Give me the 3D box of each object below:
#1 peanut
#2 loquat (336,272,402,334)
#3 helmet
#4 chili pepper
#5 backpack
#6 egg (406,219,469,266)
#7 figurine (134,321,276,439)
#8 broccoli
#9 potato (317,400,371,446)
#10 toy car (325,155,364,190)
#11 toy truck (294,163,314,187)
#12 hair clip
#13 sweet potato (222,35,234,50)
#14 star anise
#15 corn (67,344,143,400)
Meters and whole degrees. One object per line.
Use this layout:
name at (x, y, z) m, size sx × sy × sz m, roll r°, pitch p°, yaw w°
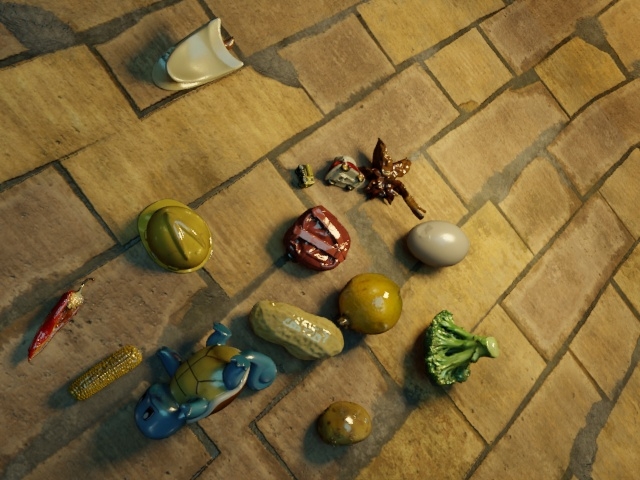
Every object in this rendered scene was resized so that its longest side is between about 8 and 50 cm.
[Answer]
peanut at (-0.078, 0.287, 1.424) m, size 0.313 × 0.152 × 0.152 m, roll 25°, pitch 68°, yaw -14°
loquat at (0.152, 0.221, 1.499) m, size 0.246 × 0.213 × 0.213 m, roll -27°, pitch 87°, yaw -28°
helmet at (-0.435, -0.026, 1.374) m, size 0.205 × 0.140 × 0.257 m, roll -40°, pitch 95°, yaw -25°
chili pepper at (-0.725, 0.211, 1.247) m, size 0.051 × 0.059 × 0.267 m, roll 19°, pitch 67°, yaw 26°
backpack at (-0.001, 0.001, 1.530) m, size 0.230 × 0.139 × 0.229 m, roll 5°, pitch 74°, yaw -19°
egg at (0.433, 0.010, 1.677) m, size 0.232 × 0.176 × 0.176 m, roll 16°, pitch 71°, yaw -11°
figurine at (-0.322, 0.384, 1.279) m, size 0.417 × 0.242 × 0.298 m, roll -17°, pitch 39°, yaw -27°
broccoli at (0.473, 0.380, 1.543) m, size 0.254 × 0.269 × 0.269 m, roll 45°, pitch 64°, yaw -19°
potato at (0.079, 0.575, 1.416) m, size 0.176 × 0.137 × 0.137 m, roll -12°, pitch 80°, yaw -25°
toy car at (0.094, -0.260, 1.667) m, size 0.139 × 0.112 × 0.112 m, roll 21°, pitch 53°, yaw -25°
toy truck at (-0.054, -0.230, 1.623) m, size 0.054 × 0.049 × 0.083 m, roll -9°, pitch 78°, yaw -24°
hair clip at (-0.431, -0.606, 1.528) m, size 0.282 × 0.113 × 0.172 m, roll -38°, pitch 116°, yaw -19°
sweet potato at (-0.390, -0.673, 1.608) m, size 0.202 × 0.055 × 0.058 m, roll -37°, pitch 81°, yaw -24°
star anise at (0.282, -0.219, 1.698) m, size 0.238 × 0.148 × 0.346 m, roll -25°, pitch 76°, yaw -23°
corn at (-0.591, 0.363, 1.244) m, size 0.207 × 0.068 × 0.068 m, roll -32°, pitch 89°, yaw -23°
